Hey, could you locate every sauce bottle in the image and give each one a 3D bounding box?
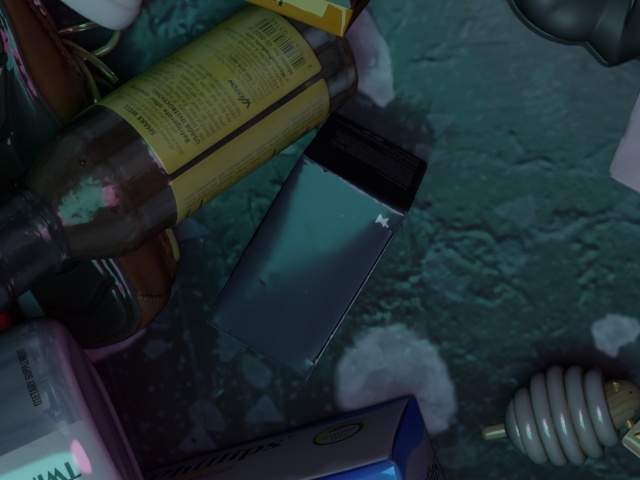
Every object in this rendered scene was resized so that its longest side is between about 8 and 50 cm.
[{"bbox_3d":[-0.129,-0.062,1.292,0.344,0.111,0.111,-35,102,-25],"label":"sauce bottle"}]

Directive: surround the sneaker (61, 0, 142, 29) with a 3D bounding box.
[{"bbox_3d":[-0.208,-0.298,1.331,0.123,0.106,0.290,-33,98,19],"label":"sneaker"}]

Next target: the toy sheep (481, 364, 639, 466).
[{"bbox_3d":[0.194,0.140,1.411,0.132,0.091,0.091,-20,103,14],"label":"toy sheep"}]

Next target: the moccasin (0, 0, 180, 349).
[{"bbox_3d":[-0.222,-0.103,1.386,0.139,0.147,0.380,-25,105,30],"label":"moccasin"}]

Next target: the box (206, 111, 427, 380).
[{"bbox_3d":[0.000,0.000,1.362,0.093,0.158,0.156,30,108,-1],"label":"box"}]

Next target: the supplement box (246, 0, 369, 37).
[{"bbox_3d":[0.002,-0.272,1.262,0.129,0.191,0.194,21,109,2],"label":"supplement box"}]

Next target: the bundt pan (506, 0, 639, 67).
[{"bbox_3d":[0.249,-0.272,1.262,0.330,0.124,0.331,2,107,7],"label":"bundt pan"}]

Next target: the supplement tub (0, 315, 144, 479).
[{"bbox_3d":[-0.308,0.212,1.317,0.338,0.207,0.207,-25,102,-3],"label":"supplement tub"}]

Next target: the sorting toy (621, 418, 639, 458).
[{"bbox_3d":[0.297,0.169,1.443,0.083,0.012,0.062,38,108,-3],"label":"sorting toy"}]

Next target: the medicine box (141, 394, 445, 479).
[{"bbox_3d":[-0.006,0.311,1.462,0.263,0.149,0.289,-17,104,13],"label":"medicine box"}]

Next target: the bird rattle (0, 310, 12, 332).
[{"bbox_3d":[-0.346,0.151,1.483,0.207,0.143,0.253,33,106,15],"label":"bird rattle"}]

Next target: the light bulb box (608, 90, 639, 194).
[{"bbox_3d":[0.418,-0.156,1.119,0.225,0.361,0.358,32,111,32],"label":"light bulb box"}]
